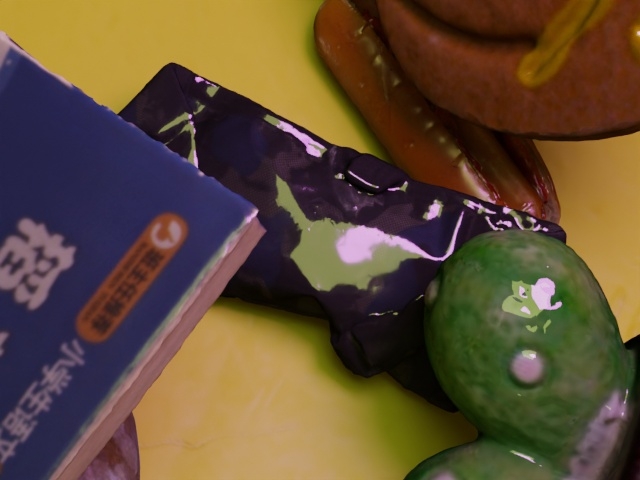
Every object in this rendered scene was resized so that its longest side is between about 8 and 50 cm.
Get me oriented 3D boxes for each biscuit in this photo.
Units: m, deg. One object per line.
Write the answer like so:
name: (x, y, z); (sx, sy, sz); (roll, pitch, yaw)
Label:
biscuit: (0.129, -0.254, 0.989); (0.070, 0.350, 0.394); (-9, 96, -52)

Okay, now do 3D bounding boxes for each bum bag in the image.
bum bag: (0.000, 0.000, 1.051); (0.310, 0.074, 0.137); (23, 83, 5)

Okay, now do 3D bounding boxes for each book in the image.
book: (-0.278, -0.005, 0.909); (0.428, 0.039, 0.300); (34, 82, 21)

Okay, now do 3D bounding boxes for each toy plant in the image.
toy plant: (0.150, 0.122, 0.969); (0.235, 0.175, 0.218); (22, 89, -4)

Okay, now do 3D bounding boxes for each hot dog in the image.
hot dog: (0.073, -0.092, 1.114); (0.092, 0.062, 0.236); (-32, 76, -19)

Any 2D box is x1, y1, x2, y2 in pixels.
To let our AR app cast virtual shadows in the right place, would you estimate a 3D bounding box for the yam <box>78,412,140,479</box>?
yam: (-0.186, 0.038, 0.972); (0.133, 0.133, 0.330); (-7, 64, -15)
